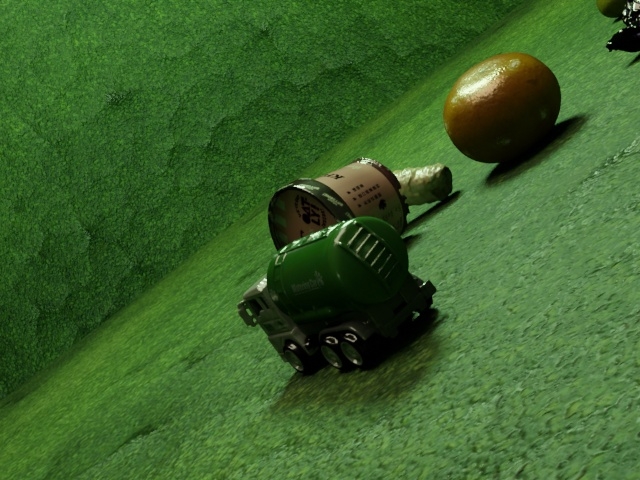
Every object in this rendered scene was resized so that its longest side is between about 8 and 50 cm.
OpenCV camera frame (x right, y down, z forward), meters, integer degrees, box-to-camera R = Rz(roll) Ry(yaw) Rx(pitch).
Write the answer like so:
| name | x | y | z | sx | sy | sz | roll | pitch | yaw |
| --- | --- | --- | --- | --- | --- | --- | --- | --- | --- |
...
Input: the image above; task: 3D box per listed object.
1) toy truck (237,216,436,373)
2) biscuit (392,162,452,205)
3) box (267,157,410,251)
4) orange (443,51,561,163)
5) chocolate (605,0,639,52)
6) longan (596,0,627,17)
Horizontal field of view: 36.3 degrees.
| name | x | y | z | sx | sy | sz | roll | pitch | yaw |
| --- | --- | --- | --- | --- | --- | --- | --- | --- | --- |
| toy truck | 0.009 | 0.052 | 0.953 | 0.101 | 0.125 | 0.242 | -41 | 8 | -26 |
| biscuit | 0.076 | -0.067 | 1.361 | 0.219 | 0.055 | 0.061 | -8 | -22 | 25 |
| box | 0.031 | -0.027 | 1.270 | 0.135 | 0.151 | 0.151 | -30 | 3 | -34 |
| orange | 0.237 | -0.169 | 1.268 | 0.156 | 0.124 | 0.156 | -28 | 26 | 15 |
| chocolate | 0.446 | -0.294 | 1.364 | 0.072 | 0.070 | 0.147 | -18 | 28 | 35 |
| longan | 0.530 | -0.428 | 1.737 | 0.075 | 0.075 | 0.083 | -32 | -32 | 29 |
